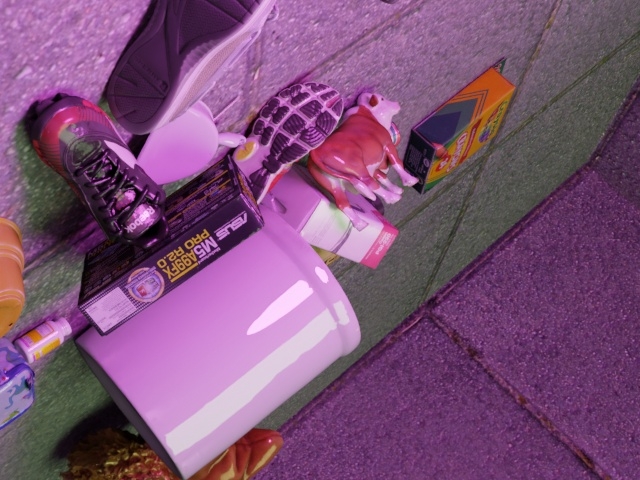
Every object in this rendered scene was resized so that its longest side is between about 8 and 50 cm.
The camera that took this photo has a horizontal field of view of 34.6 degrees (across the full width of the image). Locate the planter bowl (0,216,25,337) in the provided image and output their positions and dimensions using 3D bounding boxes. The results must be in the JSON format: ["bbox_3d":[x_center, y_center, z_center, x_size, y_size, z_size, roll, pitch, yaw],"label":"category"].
[{"bbox_3d":[-0.448,0.080,1.313,0.217,0.090,0.217,-40,162,-16],"label":"planter bowl"}]

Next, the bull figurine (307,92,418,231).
[{"bbox_3d":[0.080,-0.149,1.815,0.101,0.188,0.310,-38,-178,37],"label":"bull figurine"}]

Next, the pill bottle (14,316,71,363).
[{"bbox_3d":[-0.430,0.153,1.599,0.083,0.043,0.043,-34,159,-33],"label":"pill bottle"}]

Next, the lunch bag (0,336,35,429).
[{"bbox_3d":[-0.528,0.249,1.518,0.219,0.090,0.176,-35,162,-30],"label":"lunch bag"}]

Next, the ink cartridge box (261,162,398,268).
[{"bbox_3d":[0.012,-0.049,1.855,0.218,0.158,0.092,19,110,-43],"label":"ink cartridge box"}]

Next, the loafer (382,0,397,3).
[{"bbox_3d":[0.143,-0.453,1.484,0.087,0.094,0.251,-25,153,-41],"label":"loafer"}]

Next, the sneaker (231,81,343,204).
[{"bbox_3d":[-0.079,-0.153,1.690,0.279,0.107,0.118,-43,-178,2],"label":"sneaker"}]

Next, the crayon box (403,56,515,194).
[{"bbox_3d":[0.333,-0.266,2.384,0.318,0.081,0.202,-40,161,-22],"label":"crayon box"}]

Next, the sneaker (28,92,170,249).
[{"bbox_3d":[-0.263,-0.075,1.286,0.097,0.135,0.276,-40,150,-9],"label":"sneaker"}]

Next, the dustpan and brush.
[{"bbox_3d":[-0.177,-0.142,1.477,0.211,0.060,0.147,5,127,-44],"label":"dustpan and brush"}]

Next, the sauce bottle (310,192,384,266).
[{"bbox_3d":[0.000,0.000,2.152,0.344,0.111,0.111,-33,159,-33],"label":"sauce bottle"}]

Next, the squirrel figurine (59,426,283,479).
[{"bbox_3d":[-0.316,0.405,2.081,0.397,0.281,0.370,-44,157,-13],"label":"squirrel figurine"}]

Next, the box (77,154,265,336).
[{"bbox_3d":[-0.213,0.001,1.455,0.270,0.060,0.216,-34,-160,2],"label":"box"}]

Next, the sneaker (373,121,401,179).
[{"bbox_3d":[0.108,-0.179,2.119,0.075,0.057,0.161,-17,153,-25],"label":"sneaker"}]

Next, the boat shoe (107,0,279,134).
[{"bbox_3d":[-0.137,-0.258,1.248,0.320,0.118,0.103,-50,169,26],"label":"boat shoe"}]

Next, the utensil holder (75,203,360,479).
[{"bbox_3d":[-0.180,0.174,1.782,0.385,0.327,0.327,-38,161,-17],"label":"utensil holder"}]

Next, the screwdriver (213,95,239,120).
[{"bbox_3d":[-0.177,-0.157,1.522,0.170,0.025,0.024,-40,162,-16],"label":"screwdriver"}]
